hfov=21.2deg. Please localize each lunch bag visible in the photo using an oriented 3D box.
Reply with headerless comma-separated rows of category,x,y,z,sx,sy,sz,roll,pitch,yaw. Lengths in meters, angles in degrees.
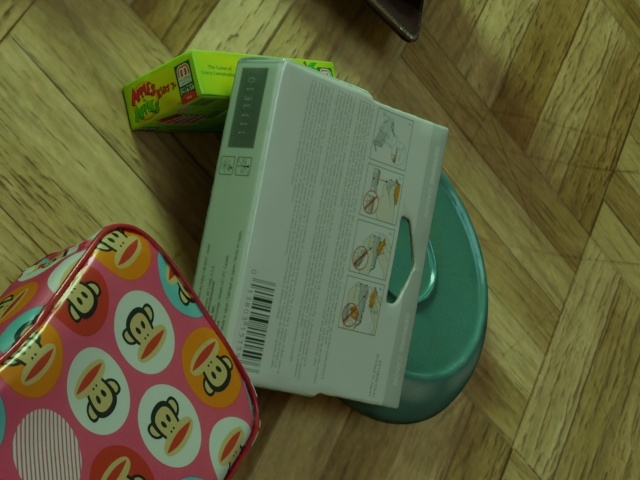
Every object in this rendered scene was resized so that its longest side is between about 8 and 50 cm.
lunch bag,-0.166,0.158,1.269,0.258,0.120,0.293,55,41,-16

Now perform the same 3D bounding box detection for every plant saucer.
plant saucer,0.066,0.018,1.653,0.318,0.044,0.317,23,57,-41

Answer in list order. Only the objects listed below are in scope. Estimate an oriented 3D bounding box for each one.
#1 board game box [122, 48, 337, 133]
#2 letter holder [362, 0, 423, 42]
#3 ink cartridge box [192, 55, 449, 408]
board game box,-0.076,-0.129,1.521,0.181,0.092,0.043,-1,74,-48
letter holder,0.062,-0.379,1.717,0.302,0.152,0.214,45,35,-25
ink cartridge box,0.000,0.000,1.504,0.239,0.060,0.275,17,82,-49
